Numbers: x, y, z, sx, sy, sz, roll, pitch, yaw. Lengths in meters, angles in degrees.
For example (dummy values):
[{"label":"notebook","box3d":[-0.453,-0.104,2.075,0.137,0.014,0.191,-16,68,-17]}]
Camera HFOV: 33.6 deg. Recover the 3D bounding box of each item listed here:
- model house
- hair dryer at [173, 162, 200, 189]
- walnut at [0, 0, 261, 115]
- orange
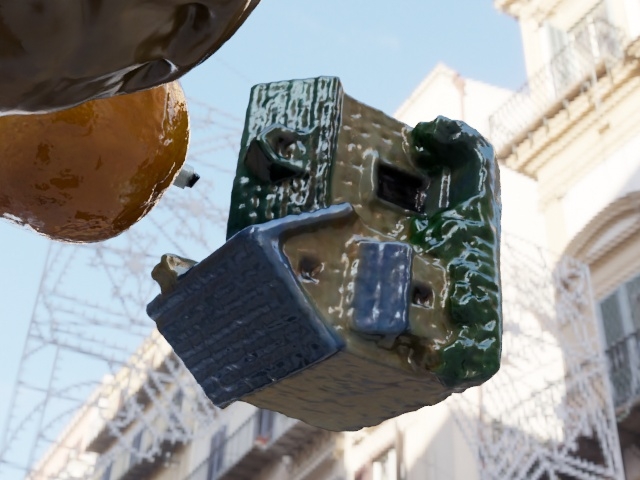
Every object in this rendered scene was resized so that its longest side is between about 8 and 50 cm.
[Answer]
[{"label":"model house","box3d":[0.000,0.000,1.308,0.342,0.382,0.334,23,-31,-24]},{"label":"hair dryer","box3d":[-0.270,-0.130,1.409,0.236,0.131,0.073,20,-80,-9]},{"label":"walnut","box3d":[-0.145,-0.249,0.618,0.308,0.354,0.398,50,-38,9]},{"label":"orange","box3d":[-0.271,-0.127,1.155,0.261,0.261,0.261,2,-39,1]}]
